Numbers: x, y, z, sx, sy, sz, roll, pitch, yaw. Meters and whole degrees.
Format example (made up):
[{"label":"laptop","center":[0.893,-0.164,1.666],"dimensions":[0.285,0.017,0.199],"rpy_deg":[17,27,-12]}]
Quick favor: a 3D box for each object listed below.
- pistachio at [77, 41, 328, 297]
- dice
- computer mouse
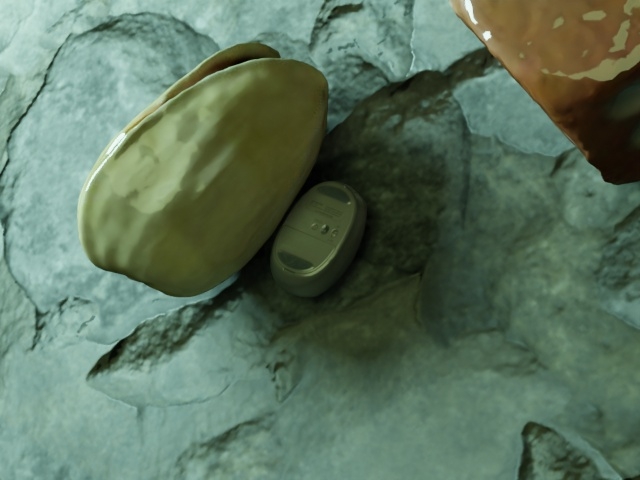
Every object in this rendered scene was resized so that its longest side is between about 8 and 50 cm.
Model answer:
[{"label":"pistachio","center":[-0.093,-0.059,1.199],"dimensions":[0.229,0.157,0.157],"rpy_deg":[-47,58,-6]},{"label":"dice","center":[0.209,-0.155,1.069],"dimensions":[0.174,0.175,0.179],"rpy_deg":[-37,63,11]},{"label":"computer mouse","center":[0.001,0.001,1.200],"dimensions":[0.066,0.039,0.096],"rpy_deg":[24,77,31]}]
